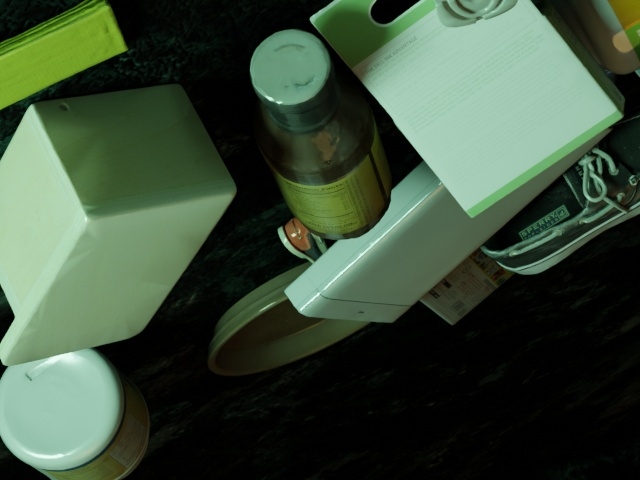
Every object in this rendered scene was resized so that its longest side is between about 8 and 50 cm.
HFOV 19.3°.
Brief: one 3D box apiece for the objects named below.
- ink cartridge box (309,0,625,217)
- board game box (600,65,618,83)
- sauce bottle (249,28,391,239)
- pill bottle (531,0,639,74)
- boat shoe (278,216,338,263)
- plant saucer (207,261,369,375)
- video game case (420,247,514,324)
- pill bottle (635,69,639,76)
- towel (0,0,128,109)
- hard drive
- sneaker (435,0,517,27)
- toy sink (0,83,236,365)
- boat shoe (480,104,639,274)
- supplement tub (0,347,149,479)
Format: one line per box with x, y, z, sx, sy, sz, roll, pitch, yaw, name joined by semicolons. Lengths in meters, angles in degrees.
0.130;-0.157;1.642;0.171;0.235;0.056;-34;-166;23;ink cartridge box
0.229;-0.193;1.845;0.194;0.060;0.194;-18;159;-22;board game box
-0.001;-0.098;1.723;0.111;0.111;0.344;-26;160;-2;sauce bottle
0.291;-0.234;1.691;0.246;0.136;0.136;-29;161;10;pill bottle
0.000;0.000;2.090;0.043;0.049;0.137;-33;156;14;boat shoe
-0.017;0.084;2.304;0.278;0.041;0.278;-24;162;-8;plant saucer
0.215;0.016;2.386;0.206;0.026;0.227;-40;160;5;video game case
0.399;-0.171;1.784;0.146;0.264;0.146;-6;115;-12;pill bottle
-0.265;-0.120;1.455;0.237;0.021;0.102;-26;167;-4;towel
0.146;-0.037;2.095;0.353;0.047;0.233;-43;157;19;hard drive
0.104;-0.262;1.451;0.090;0.094;0.235;-10;153;-3;sneaker
-0.204;-0.016;1.641;0.153;0.131;0.234;-12;152;-36;toy sink
0.315;-0.075;2.195;0.306;0.113;0.105;-33;155;18;boat shoe
-0.273;0.201;2.114;0.144;0.144;0.199;-26;162;-1;supplement tub
